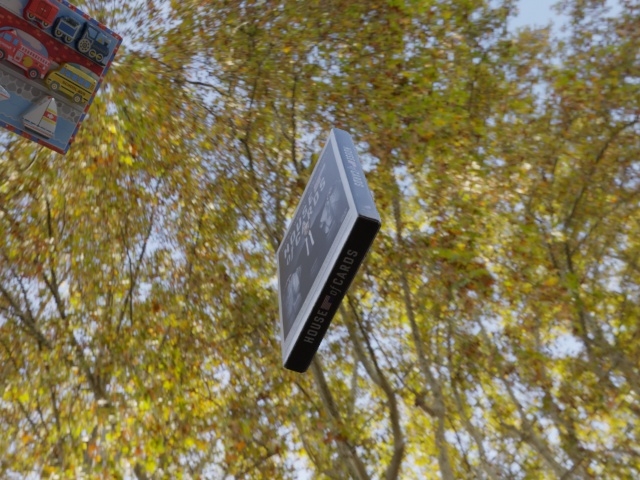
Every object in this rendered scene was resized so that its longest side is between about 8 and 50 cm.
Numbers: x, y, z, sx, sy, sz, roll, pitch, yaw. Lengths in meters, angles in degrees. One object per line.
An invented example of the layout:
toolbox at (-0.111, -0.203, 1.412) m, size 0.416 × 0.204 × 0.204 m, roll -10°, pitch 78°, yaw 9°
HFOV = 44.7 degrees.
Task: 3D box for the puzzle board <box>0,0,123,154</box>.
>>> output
puzzle board at (-0.200, -0.123, 0.516) m, size 0.128 × 0.011 × 0.096 m, roll 27°, pitch -93°, yaw -48°

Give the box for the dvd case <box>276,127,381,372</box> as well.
dvd case at (0.000, 0.000, 0.827) m, size 0.029 × 0.239 × 0.179 m, roll 19°, pitch -66°, yaw -15°
